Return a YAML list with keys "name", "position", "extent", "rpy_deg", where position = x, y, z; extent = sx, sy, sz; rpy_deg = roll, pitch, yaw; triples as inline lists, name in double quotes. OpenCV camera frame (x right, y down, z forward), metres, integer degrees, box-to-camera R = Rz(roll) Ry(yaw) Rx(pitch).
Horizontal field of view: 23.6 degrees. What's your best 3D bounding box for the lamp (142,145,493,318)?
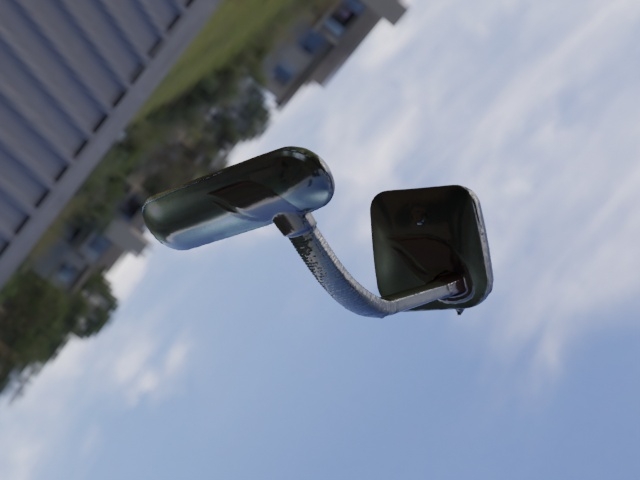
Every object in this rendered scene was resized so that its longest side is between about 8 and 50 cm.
- name: "lamp"
  position: [-0.001, 0.007, 1.309]
  extent: [0.203, 0.283, 0.124]
  rpy_deg: [-4, -98, 37]
